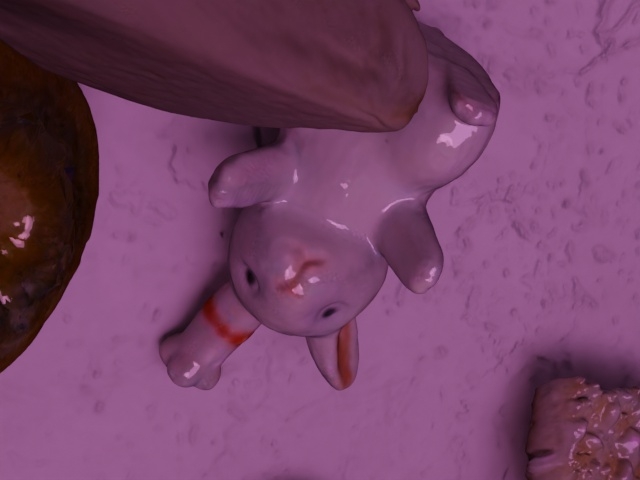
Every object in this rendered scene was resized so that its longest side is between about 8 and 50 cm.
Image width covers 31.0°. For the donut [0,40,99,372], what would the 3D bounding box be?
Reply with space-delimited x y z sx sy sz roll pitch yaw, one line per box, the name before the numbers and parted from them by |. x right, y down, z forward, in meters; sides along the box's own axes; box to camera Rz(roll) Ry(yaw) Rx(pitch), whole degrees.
donut | -0.218 -0.009 0.538 0.261 0.128 0.208 -32 132 -53

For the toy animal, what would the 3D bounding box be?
toy animal | 0.002 -0.005 0.695 0.140 0.138 0.282 27 98 1

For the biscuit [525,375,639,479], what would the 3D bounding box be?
biscuit | 0.259 0.210 0.954 0.281 0.084 0.179 24 81 -36

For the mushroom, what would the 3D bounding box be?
mushroom | -0.117 -0.150 0.421 0.407 0.154 0.137 33 84 -49
